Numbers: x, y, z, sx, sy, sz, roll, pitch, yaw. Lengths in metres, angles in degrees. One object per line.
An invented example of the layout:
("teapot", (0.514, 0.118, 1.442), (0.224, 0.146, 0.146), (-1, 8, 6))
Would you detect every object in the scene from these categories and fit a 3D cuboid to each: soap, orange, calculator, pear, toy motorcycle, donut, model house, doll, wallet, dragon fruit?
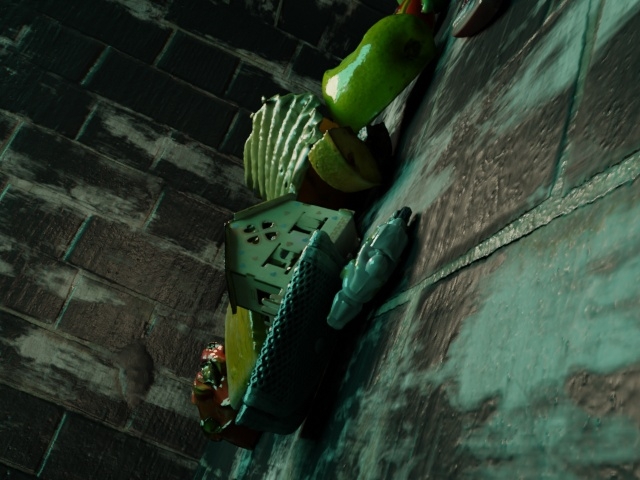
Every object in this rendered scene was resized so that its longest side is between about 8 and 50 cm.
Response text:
("soap", (-0.123, 0.210, 1.440), (0.335, 0.156, 0.293), (120, 146, -56))
("orange", (-0.018, -0.213, 1.817), (0.312, 0.312, 0.312), (-156, 90, -84))
("calculator", (0.320, -0.489, 1.167), (0.330, 0.048, 0.220), (-84, 18, -79))
("pear", (0.150, -0.435, 1.530), (0.282, 0.176, 0.286), (-38, 11, 47))
("toy motorcycle", (0.082, 0.045, 1.005), (0.229, 0.074, 0.151), (-55, 3, 11))
("donut", (0.083, -0.179, 1.428), (0.112, 0.151, 0.295), (-24, 0, 35))
("model house", (-0.091, 0.052, 1.253), (0.326, 0.244, 0.169), (-55, -26, -38))
("doll", (0.295, -0.728, 1.748), (0.182, 0.160, 0.363), (134, 160, -77))
("wallet", (-0.024, 0.175, 1.091), (0.342, 0.075, 0.237), (-67, -24, -14))
("dragon fruit", (-0.240, 0.402, 1.698), (0.305, 0.225, 0.305), (-158, 90, -82))

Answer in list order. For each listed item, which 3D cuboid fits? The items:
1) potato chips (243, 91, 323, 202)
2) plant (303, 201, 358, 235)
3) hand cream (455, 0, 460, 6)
("potato chips", (-0.100, -0.197, 1.604), (0.389, 0.097, 0.373), (-64, 37, 38))
("plant", (0.000, 0.000, 1.503), (0.142, 0.164, 0.256), (-63, -7, -8))
("hand cream", (0.304, -0.559, 1.236), (0.171, 0.043, 0.065), (-68, -15, 2))
